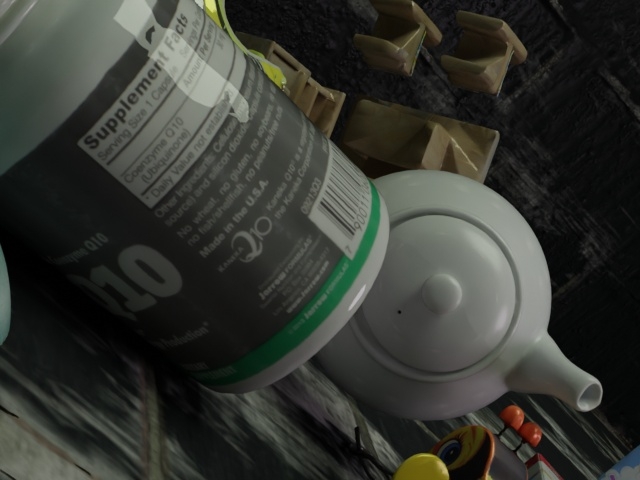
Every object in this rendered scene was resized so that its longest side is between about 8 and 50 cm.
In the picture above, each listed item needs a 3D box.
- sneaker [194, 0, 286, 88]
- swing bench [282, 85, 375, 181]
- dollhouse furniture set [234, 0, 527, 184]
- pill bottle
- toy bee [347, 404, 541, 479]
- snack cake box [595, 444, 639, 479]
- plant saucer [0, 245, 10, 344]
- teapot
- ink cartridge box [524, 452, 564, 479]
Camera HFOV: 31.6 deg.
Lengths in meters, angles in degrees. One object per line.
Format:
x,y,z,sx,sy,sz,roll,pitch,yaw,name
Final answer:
-0.080,-0.092,1.071,0.145,0.147,0.385,30,-26,44,sneaker
-0.105,-0.126,1.320,0.253,0.165,0.255,37,9,-48,swing bench
0.067,-0.139,1.617,0.394,0.362,0.256,19,-3,27,dollhouse furniture set
-0.135,-0.071,0.789,0.361,0.204,0.204,43,10,-27,pill bottle
0.118,0.214,0.929,0.195,0.162,0.298,36,15,-47,toy bee
0.470,0.355,1.638,0.089,0.264,0.152,51,9,21,snack cake box
-0.237,-0.020,0.634,0.195,0.037,0.195,47,10,-10,plant saucer
0.093,0.045,1.018,0.187,0.256,0.253,74,5,-86,teapot
0.295,0.357,1.423,0.127,0.072,0.175,49,9,2,ink cartridge box
